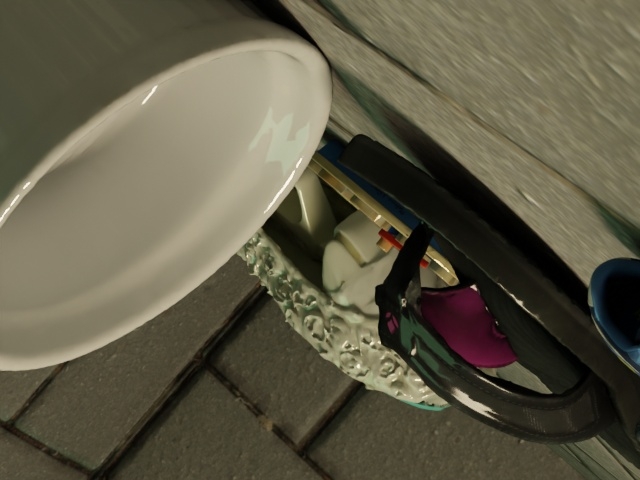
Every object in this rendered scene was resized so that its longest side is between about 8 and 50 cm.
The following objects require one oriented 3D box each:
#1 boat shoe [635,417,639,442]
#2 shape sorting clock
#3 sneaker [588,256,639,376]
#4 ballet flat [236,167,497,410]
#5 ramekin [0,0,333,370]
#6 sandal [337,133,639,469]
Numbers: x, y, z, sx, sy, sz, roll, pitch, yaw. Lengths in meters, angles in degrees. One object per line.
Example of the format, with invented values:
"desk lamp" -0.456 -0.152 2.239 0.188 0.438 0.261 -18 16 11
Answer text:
"boat shoe" 0.244 0.136 1.087 0.183 0.065 0.083 2 -112 -70
"shape sorting clock" 0.062 -0.009 1.440 0.206 0.040 0.206 41 178 2
"sneaker" 0.170 0.056 0.776 0.144 0.053 0.059 38 174 40
"ballet flat" 0.000 0.000 1.643 0.409 0.147 0.147 40 177 31
"ramekin" -0.140 -0.062 1.066 0.135 0.277 0.277 48 180 20
"sandal" 0.132 0.082 1.172 0.167 0.107 0.446 39 176 43
